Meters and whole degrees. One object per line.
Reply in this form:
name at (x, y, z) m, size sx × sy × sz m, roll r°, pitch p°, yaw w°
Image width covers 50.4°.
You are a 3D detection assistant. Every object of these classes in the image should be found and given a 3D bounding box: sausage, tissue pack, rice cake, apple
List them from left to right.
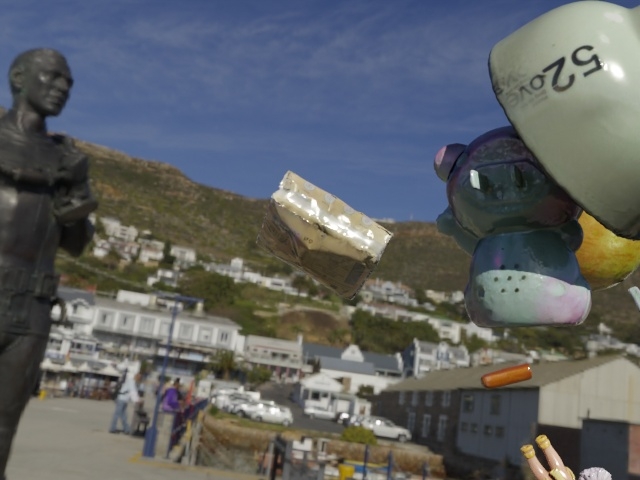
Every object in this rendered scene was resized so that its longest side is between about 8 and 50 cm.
tissue pack at (0.000, 0.000, 1.431) m, size 0.256 × 0.123 × 0.215 m, roll 33°, pitch -30°, yaw 4°
sausage at (0.474, 0.348, 1.733) m, size 0.131 × 0.039 × 0.041 m, roll -18°, pitch 11°, yaw 9°
apple at (0.644, -0.033, 1.692) m, size 0.339 × 0.340 × 0.339 m, roll 8°, pitch -14°, yaw 2°
rice cake at (0.960, 0.204, 2.013) m, size 0.033 × 0.208 × 0.033 m, roll -32°, pitch -66°, yaw 22°

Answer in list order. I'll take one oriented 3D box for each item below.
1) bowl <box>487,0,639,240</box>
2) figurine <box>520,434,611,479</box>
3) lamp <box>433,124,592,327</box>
bowl at (0.416, -0.193, 0.919) m, size 0.354 × 0.354 × 0.185 m, roll 17°, pitch -41°, yaw -33°
figurine at (0.470, 0.495, 1.296) m, size 0.174 × 0.240 × 0.116 m, roll -29°, pitch 3°, yaw 0°
lamp at (0.282, -0.024, 0.993) m, size 0.247 × 0.301 × 0.247 m, roll -6°, pitch -7°, yaw 30°
